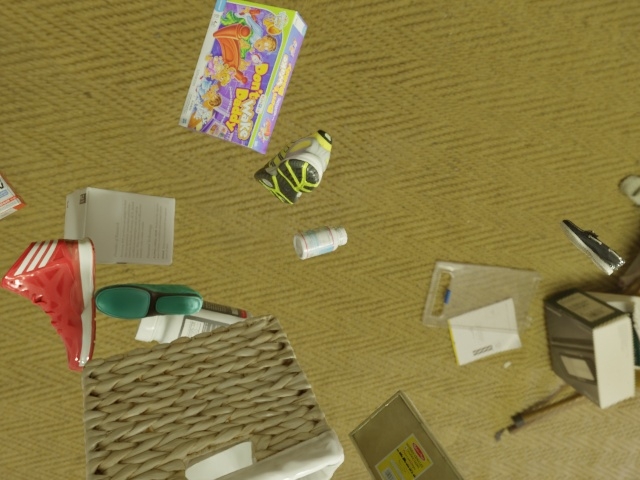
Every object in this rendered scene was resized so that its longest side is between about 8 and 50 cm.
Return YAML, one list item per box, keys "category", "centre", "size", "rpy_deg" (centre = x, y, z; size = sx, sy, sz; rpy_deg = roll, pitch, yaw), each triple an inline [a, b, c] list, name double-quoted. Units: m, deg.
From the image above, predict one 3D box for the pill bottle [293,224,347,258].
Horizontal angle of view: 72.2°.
- category: "pill bottle"
  centre: [0.000, 0.000, 1.416]
  size: [0.160, 0.087, 0.087]
  rpy_deg: [-15, 111, -22]

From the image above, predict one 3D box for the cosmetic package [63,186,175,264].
- category: "cosmetic package"
  centre: [-0.436, -0.024, 0.951]
  size: [0.184, 0.151, 0.151]
  rpy_deg: [5, 85, -43]

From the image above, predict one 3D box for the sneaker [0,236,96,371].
- category: "sneaker"
  centre: [-0.437, 0.105, 0.710]
  size: [0.128, 0.087, 0.221]
  rpy_deg: [1, 80, -31]

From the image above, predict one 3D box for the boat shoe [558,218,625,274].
- category: "boat shoe"
  centre: [0.487, 0.004, 0.791]
  size: [0.038, 0.125, 0.046]
  rpy_deg: [-40, 146, 12]

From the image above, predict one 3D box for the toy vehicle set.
- category: "toy vehicle set"
  centre: [0.188, 0.481, 0.944]
  size: [0.166, 0.267, 0.035]
  rpy_deg: [-42, 132, 4]

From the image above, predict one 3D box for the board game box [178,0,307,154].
- category: "board game box"
  centre: [-0.203, -0.427, 1.138]
  size: [0.234, 0.078, 0.346]
  rpy_deg: [20, 95, 18]

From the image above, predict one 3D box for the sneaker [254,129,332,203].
- category: "sneaker"
  centre: [-0.073, -0.210, 1.286]
  size: [0.145, 0.385, 0.147]
  rpy_deg: [40, 72, -22]

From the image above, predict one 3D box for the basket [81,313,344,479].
- category: "basket"
  centre: [-0.187, 0.332, 0.696]
  size: [0.329, 0.266, 0.331]
  rpy_deg: [-11, 142, -26]

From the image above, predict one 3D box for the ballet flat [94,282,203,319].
- category: "ballet flat"
  centre: [-0.403, 0.137, 1.025]
  size: [0.248, 0.087, 0.083]
  rpy_deg: [8, 98, -37]

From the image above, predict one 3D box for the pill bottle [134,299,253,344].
- category: "pill bottle"
  centre: [-0.381, 0.266, 1.333]
  size: [0.319, 0.176, 0.176]
  rpy_deg: [18, 106, -22]

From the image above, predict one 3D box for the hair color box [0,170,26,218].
- category: "hair color box"
  centre: [-0.691, -0.120, 0.879]
  size: [0.093, 0.053, 0.167]
  rpy_deg: [-36, 101, -20]
